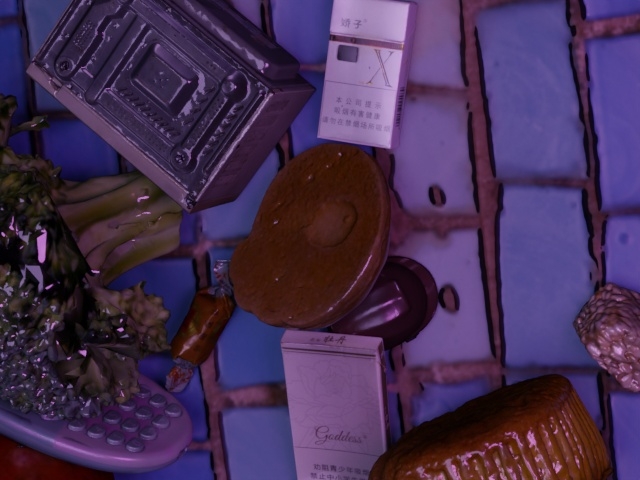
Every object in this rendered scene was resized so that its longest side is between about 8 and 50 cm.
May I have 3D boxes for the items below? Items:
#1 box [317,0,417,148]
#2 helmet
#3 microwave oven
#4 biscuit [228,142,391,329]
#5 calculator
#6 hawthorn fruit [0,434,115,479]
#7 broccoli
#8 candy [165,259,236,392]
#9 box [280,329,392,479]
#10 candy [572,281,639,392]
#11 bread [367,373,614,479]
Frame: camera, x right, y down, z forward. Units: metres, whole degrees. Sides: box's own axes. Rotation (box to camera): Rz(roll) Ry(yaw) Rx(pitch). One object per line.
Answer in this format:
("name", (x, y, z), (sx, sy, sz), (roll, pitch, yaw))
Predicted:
("box", (0.049, -0.178, 1.884), (0.084, 0.040, 0.154), (10, 101, 19))
("helmet", (0.058, 0.071, 1.895), (0.123, 0.070, 0.098), (-30, 85, 21))
("microwave oven", (-0.155, -0.176, 1.905), (0.240, 0.145, 0.194), (40, 111, 11))
("biscuit", (0.000, 0.000, 1.886), (0.181, 0.049, 0.208), (21, 83, 40))
("calculator", (-0.281, 0.174, 1.970), (0.299, 0.185, 0.041), (21, 118, 15))
("hawthorn fruit", (-0.343, 0.309, 1.982), (0.265, 0.265, 0.307), (-2, 73, 20))
("broccoli", (-0.309, 0.020, 1.914), (0.317, 0.338, 0.277), (3, 125, -2))
("candy", (-0.129, 0.089, 1.977), (0.046, 0.053, 0.182), (36, 105, 20))
("box", (0.021, 0.189, 1.912), (0.109, 0.029, 0.198), (4, 118, 19))
("candy", (0.303, 0.099, 1.797), (0.095, 0.110, 0.085), (36, 107, -4))
("bread", (0.163, 0.234, 1.783), (0.227, 0.253, 0.142), (-23, 87, 29))
